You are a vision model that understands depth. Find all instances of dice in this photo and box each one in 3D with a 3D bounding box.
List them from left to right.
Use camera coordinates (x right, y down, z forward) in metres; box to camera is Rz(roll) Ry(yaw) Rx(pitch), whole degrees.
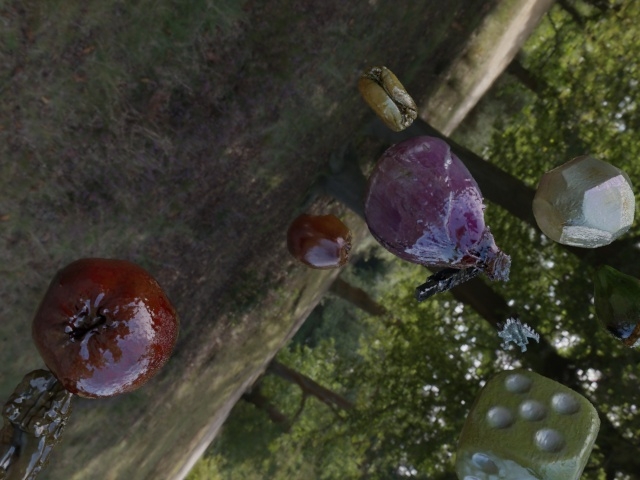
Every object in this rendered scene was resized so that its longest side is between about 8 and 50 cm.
[{"bbox_3d":[0.433,0.437,1.246,0.227,0.233,0.238,-44,141,-36],"label":"dice"}]

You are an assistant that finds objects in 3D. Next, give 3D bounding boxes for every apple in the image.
[{"bbox_3d":[0.000,0.005,1.530,0.147,0.158,0.156,-49,145,-41],"label":"apple"}]

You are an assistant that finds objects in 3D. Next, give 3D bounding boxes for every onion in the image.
[{"bbox_3d":[0.210,-0.031,1.167,0.159,0.348,0.267,-26,147,-26],"label":"onion"}]

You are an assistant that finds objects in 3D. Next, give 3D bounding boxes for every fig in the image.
[{"bbox_3d":[0.582,0.116,1.131,0.123,0.156,0.123,-20,156,-9],"label":"fig"}]

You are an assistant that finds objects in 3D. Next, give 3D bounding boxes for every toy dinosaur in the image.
[{"bbox_3d":[0.487,0.230,1.444,0.209,0.082,0.039,16,135,-40],"label":"toy dinosaur"}]

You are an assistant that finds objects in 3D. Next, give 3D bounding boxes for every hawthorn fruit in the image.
[{"bbox_3d":[-0.408,0.175,1.159,0.265,0.265,0.307,-52,177,-14],"label":"hawthorn fruit"}]

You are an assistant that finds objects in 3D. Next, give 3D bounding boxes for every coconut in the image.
[{"bbox_3d":[0.653,-0.095,1.453,0.237,0.237,0.197,-54,-165,-2],"label":"coconut"}]

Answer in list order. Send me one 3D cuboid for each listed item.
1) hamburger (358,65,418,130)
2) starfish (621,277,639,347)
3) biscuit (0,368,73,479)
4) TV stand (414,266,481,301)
[{"bbox_3d":[0.142,-0.300,1.248,0.083,0.147,0.138,-40,-179,6],"label":"hamburger"},{"bbox_3d":[0.488,0.025,0.783,0.302,0.060,0.299,108,9,-54],"label":"starfish"},{"bbox_3d":[-0.633,0.447,1.170,0.268,0.115,0.366,-65,177,34],"label":"biscuit"},{"bbox_3d":[0.326,0.098,1.509,0.249,0.042,0.036,-20,131,-36],"label":"TV stand"}]
